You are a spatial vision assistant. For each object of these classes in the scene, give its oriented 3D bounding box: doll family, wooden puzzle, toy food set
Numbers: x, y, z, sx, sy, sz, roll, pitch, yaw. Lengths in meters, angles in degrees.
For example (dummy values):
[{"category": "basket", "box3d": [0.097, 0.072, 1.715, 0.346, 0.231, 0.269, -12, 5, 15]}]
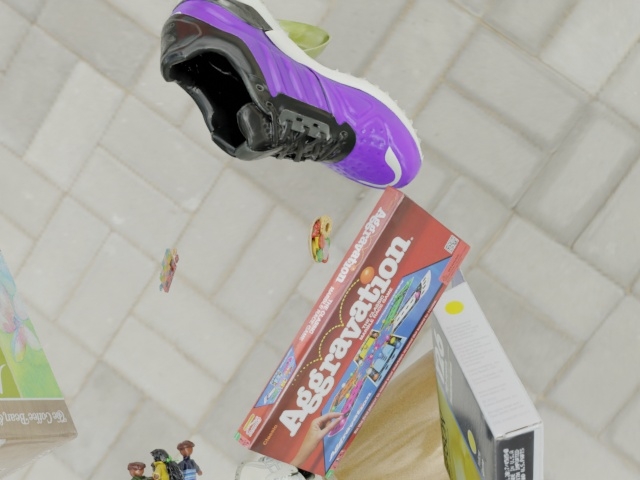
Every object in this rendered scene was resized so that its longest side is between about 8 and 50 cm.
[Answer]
[{"category": "doll family", "box3d": [-0.222, 0.352, 1.597, 0.076, 0.193, 0.111, -15, 78, 5]}, {"category": "wooden puzzle", "box3d": [-0.233, 0.045, 1.664, 0.006, 0.049, 0.083, 7, 120, -26]}, {"category": "toy food set", "box3d": [0.000, 0.000, 1.855, 0.020, 0.083, 0.083, 1, 100, 19]}]

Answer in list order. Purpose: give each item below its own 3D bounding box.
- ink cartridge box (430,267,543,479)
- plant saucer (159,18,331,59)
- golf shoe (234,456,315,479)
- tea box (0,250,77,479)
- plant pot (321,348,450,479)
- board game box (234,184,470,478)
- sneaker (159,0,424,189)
[{"category": "ink cartridge box", "box3d": [0.186, 0.218, 1.321, 0.072, 0.307, 0.304, -16, 129, -6]}, {"category": "plant saucer", "box3d": [-0.105, -0.274, 1.544, 0.240, 0.241, 0.037, 8, 114, 15]}, {"category": "golf shoe", "box3d": [-0.067, 0.350, 1.602, 0.086, 0.176, 0.069, -5, 92, 21]}, {"category": "tea box", "box3d": [-0.465, 0.122, 1.025, 0.329, 0.220, 0.324, -31, 76, 10]}, {"category": "plant pot", "box3d": [0.131, 0.334, 1.740, 0.254, 0.237, 0.237, -26, 90, -16]}, {"category": "board game box", "box3d": [0.037, 0.096, 1.081, 0.027, 0.145, 0.281, 30, 88, 42]}, {"category": "sneaker", "box3d": [-0.036, -0.115, 1.046, 0.293, 0.146, 0.102, 35, 134, -15]}]
